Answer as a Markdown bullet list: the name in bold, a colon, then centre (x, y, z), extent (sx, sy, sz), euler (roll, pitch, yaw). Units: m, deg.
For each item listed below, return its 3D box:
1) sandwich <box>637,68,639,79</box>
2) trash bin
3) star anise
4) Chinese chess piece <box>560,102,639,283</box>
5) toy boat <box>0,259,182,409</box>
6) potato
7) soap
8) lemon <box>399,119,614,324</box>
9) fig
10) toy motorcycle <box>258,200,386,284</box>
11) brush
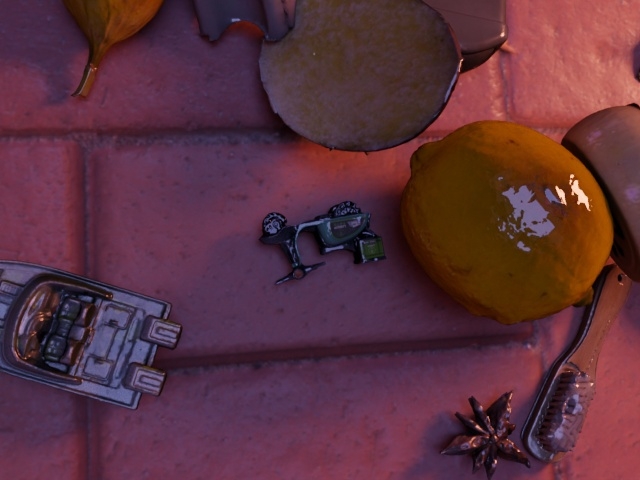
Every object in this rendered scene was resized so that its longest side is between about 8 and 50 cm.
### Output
- **sandwich**: centre (0.595, -0.307, 1.152), extent (0.074, 0.074, 0.116), euler (38, 108, -4)
- **trash bin**: centre (0.195, -0.373, 1.034), extent (0.177, 0.101, 0.236), euler (8, 77, -9)
- **star anise**: centre (0.225, 0.281, 0.948), extent (0.129, 0.056, 0.124), euler (-10, 84, -14)
- **Chinese chess piece**: centre (0.439, -0.064, 0.951), extent (0.104, 0.257, 0.257), euler (-27, 87, 10)
- **toy boat**: centre (-0.340, 0.105, 0.842), extent (0.320, 0.092, 0.141), euler (18, 76, -7)
- **potato**: centre (0.058, -0.226, 0.948), extent (0.299, 0.116, 0.239), euler (26, 87, 27)
- **soap**: centre (-0.101, -0.473, 0.986), extent (0.159, 0.257, 0.302), euler (0, 122, 17)
- **lemon**: centre (0.244, -0.026, 0.908), extent (0.284, 0.260, 0.260), euler (20, 76, 11)
- **fig**: centre (-0.294, -0.317, 0.914), extent (0.159, 0.159, 0.257), euler (17, 95, -9)
- **toy motorcycle**: centre (0.000, 0.000, 0.950), extent (0.173, 0.058, 0.100), euler (-10, 88, -15)
- **brush**: centre (0.396, 0.175, 1.002), extent (0.070, 0.065, 0.327), euler (30, 75, -3)
